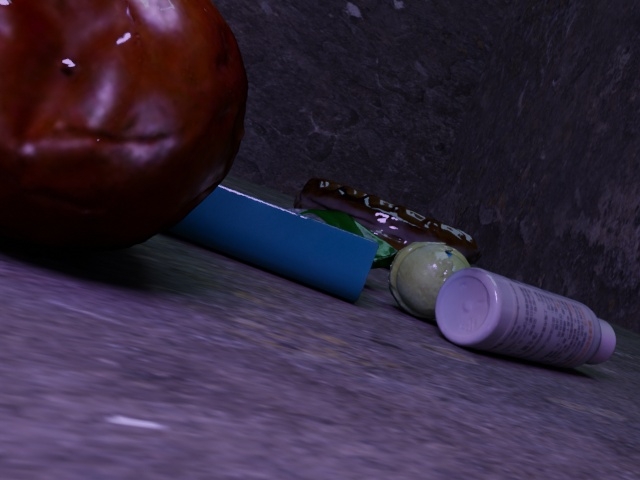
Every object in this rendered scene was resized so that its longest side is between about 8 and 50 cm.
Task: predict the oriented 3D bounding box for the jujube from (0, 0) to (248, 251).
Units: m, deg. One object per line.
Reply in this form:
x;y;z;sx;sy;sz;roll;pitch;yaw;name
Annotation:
-0.173;-0.100;0.545;0.223;0.223;0.318;19;0;-19;jujube

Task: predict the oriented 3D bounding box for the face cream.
0.234;0.093;0.865;0.269;0.081;0.082;18;5;-42;face cream

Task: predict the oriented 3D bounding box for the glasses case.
-0.094;-0.018;0.825;0.301;0.070;0.117;19;-2;0;glasses case

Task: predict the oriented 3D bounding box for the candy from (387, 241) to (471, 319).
0.125;0.052;0.996;0.093;0.092;0.335;-18;-4;0;candy

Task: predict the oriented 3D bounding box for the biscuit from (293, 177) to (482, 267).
0.101;-0.024;1.484;0.366;0.115;0.268;22;3;27;biscuit

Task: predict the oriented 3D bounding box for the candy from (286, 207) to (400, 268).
0.002;-0.003;1.011;0.141;0.078;0.203;18;0;-40;candy
